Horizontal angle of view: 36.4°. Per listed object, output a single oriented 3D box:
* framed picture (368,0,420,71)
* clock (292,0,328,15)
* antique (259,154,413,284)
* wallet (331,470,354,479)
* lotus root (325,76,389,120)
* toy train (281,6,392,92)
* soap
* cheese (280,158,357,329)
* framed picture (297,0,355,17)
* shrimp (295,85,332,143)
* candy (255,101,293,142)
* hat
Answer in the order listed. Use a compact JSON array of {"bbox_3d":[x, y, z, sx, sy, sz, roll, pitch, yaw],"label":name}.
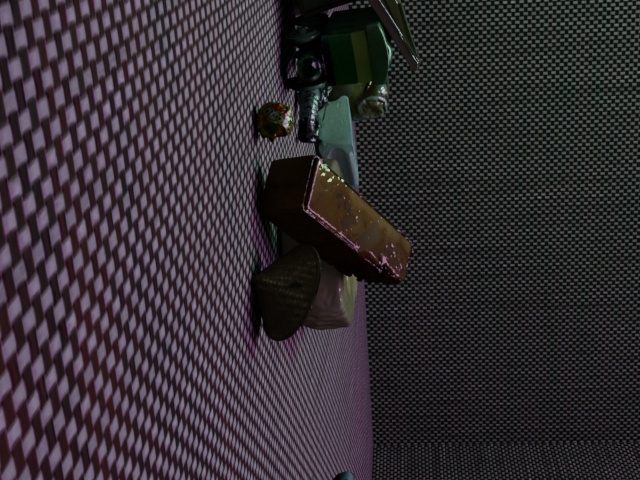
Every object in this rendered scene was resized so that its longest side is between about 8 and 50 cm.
[{"bbox_3d":[0.112,-0.477,1.850,0.232,0.024,0.315,52,18,-29],"label":"framed picture"},{"bbox_3d":[-0.022,-0.556,1.967,0.197,0.068,0.197,-2,90,-85],"label":"clock"},{"bbox_3d":[0.034,-0.020,1.537,0.310,0.087,0.093,38,57,-47],"label":"antique"},{"bbox_3d":[0.015,0.583,1.943,0.231,0.069,0.170,-66,171,-70],"label":"wallet"},{"bbox_3d":[0.082,-0.434,2.517,0.350,0.175,0.175,-101,-178,-47],"label":"lotus root"},{"bbox_3d":[0.037,-0.367,1.841,0.301,0.202,0.120,-78,161,-66],"label":"toy train"},{"bbox_3d":[0.046,-0.238,2.415,0.261,0.094,0.150,69,21,-73],"label":"soap"},{"bbox_3d":[0.000,0.000,1.757,0.318,0.115,0.326,-80,167,-62],"label":"cheese"},{"bbox_3d":[0.007,-0.510,1.859,0.201,0.010,0.136,-31,109,-46],"label":"framed picture"},{"bbox_3d":[-0.011,-0.280,1.942,0.076,0.082,0.174,86,11,-69],"label":"shrimp"},{"bbox_3d":[-0.071,-0.182,1.503,0.201,0.060,0.061,-114,-159,-85],"label":"candy"},{"bbox_3d":[-0.067,0.062,1.365,0.146,0.067,0.146,-38,-141,41],"label":"hat"}]
